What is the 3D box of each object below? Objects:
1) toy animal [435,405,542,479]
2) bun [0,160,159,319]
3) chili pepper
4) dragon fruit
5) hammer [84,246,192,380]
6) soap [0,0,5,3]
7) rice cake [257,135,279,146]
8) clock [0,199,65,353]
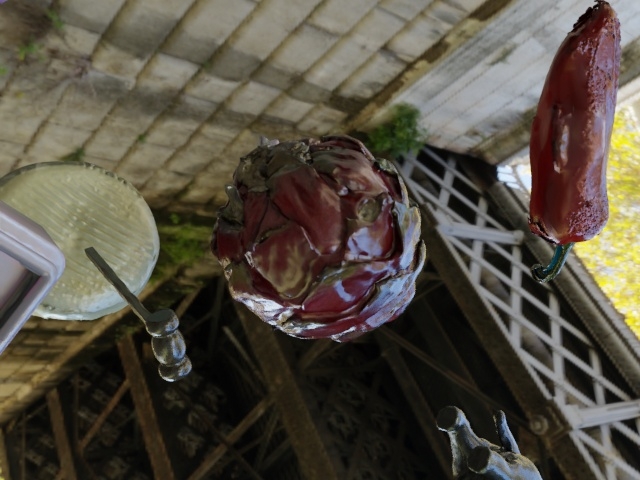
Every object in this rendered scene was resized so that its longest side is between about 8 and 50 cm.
[{"bbox_3d":[0.109,0.273,0.589,0.082,0.137,0.269,8,-114,49],"label":"toy animal"},{"bbox_3d":[-0.411,0.008,1.135,0.146,0.287,0.287,137,-53,-59],"label":"bun"},{"bbox_3d":[0.329,-0.110,0.903,0.110,0.110,0.387,24,-56,48],"label":"chili pepper"},{"bbox_3d":[0.003,-0.001,1.038,0.329,0.329,0.329,-9,-102,48],"label":"dragon fruit"},{"bbox_3d":[-0.194,0.053,0.688,0.292,0.029,0.058,27,-49,55],"label":"hammer"},{"bbox_3d":[-0.356,-0.268,0.574,0.193,0.109,0.324,55,-7,-7],"label":"soap"},{"bbox_3d":[-0.121,-0.101,1.635,0.072,0.056,0.365,116,-24,-53],"label":"rice cake"},{"bbox_3d":[-0.261,0.045,0.387,0.197,0.150,0.063,-54,-144,-8],"label":"clock"}]
